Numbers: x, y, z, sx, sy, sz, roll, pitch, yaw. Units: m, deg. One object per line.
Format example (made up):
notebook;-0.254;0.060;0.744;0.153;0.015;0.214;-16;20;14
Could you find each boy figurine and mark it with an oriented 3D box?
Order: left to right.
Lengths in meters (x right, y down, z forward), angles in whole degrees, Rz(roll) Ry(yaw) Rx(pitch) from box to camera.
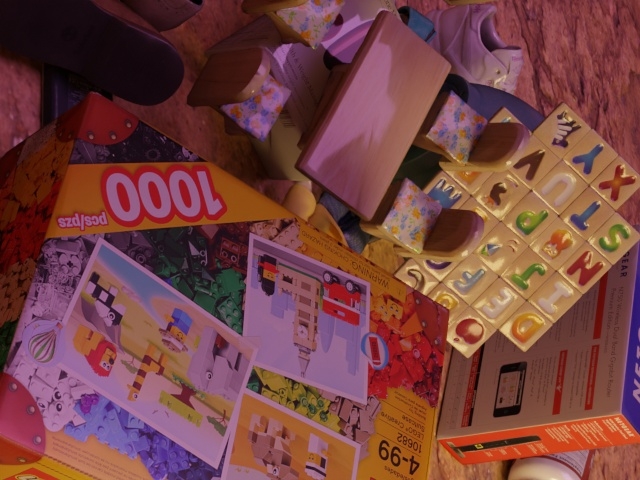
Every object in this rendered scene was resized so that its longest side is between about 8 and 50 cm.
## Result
boy figurine;0.000;0.000;1.838;0.285;0.092;0.177;-42;114;-61

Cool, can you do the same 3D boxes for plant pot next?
plant pot;0.187;-0.109;1.986;0.196;0.293;0.293;46;45;-32

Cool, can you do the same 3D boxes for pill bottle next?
pill bottle;0.364;0.356;2.230;0.121;0.121;0.216;57;40;-27

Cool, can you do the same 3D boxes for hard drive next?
hard drive;-0.269;-0.130;1.571;0.094;0.022;0.135;17;65;-52

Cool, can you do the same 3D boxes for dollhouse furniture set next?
dollhouse furniture set;0.122;-0.220;1.645;0.362;0.256;0.394;36;75;-28

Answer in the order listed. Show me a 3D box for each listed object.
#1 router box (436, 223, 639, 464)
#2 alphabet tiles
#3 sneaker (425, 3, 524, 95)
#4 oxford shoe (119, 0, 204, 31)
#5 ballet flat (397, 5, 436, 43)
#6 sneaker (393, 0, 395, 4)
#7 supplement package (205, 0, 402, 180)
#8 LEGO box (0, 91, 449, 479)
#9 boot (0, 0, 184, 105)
router box;0.343;0.156;2.107;0.082;0.301;0.335;46;45;-36
alphabet tiles;0.258;-0.009;1.889;0.285;0.342;0.011;40;11;-23
sneaker;0.259;-0.229;2.245;0.114;0.152;0.305;-33;108;-56
oxford shoe;-0.215;-0.412;1.643;0.123;0.130;0.348;-27;102;-55
ballet flat;0.097;-0.273;2.107;0.087;0.083;0.247;40;44;-8
sneaker;0.046;-0.251;2.015;0.240;0.091;0.126;-50;131;-36
supplement package;0.003;-0.209;1.812;0.203;0.149;0.194;-36;112;-25
LEGO box;-0.125;0.146;1.443;0.500;0.193;0.372;31;53;-30
boot;-0.290;-0.255;1.531;0.305;0.112;0.115;32;16;-31
